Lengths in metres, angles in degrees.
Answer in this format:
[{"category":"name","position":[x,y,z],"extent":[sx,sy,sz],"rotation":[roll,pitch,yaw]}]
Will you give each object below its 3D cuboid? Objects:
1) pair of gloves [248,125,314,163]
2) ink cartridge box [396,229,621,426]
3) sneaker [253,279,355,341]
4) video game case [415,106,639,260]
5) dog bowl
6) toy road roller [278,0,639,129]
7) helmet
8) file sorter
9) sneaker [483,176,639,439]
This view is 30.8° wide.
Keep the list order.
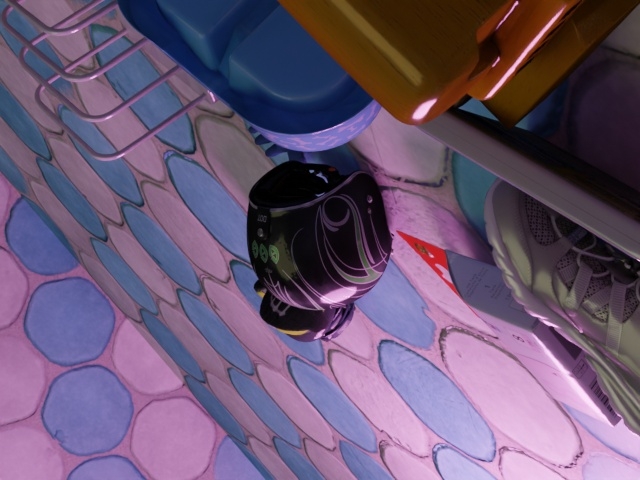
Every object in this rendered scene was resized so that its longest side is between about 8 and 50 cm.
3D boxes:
[{"category":"pair of gloves","position":[-0.067,-0.163,1.353],"extent":[0.198,0.023,0.159],"rotation":[56,161,-17]},{"category":"ink cartridge box","position":[0.186,0.086,1.180],"extent":[0.232,0.066,0.189],"rotation":[17,158,49]},{"category":"sneaker","position":[-0.005,0.078,1.515],"extent":[0.121,0.111,0.300],"rotation":[38,-175,-10]},{"category":"video game case","position":[0.190,-0.040,0.865],"extent":[0.212,0.023,0.193],"rotation":[36,-163,31]},{"category":"dog bowl","position":[-0.057,-0.195,1.075],"extent":[0.297,0.166,0.074],"rotation":[40,170,22]},{"category":"toy road roller","position":[0.072,-0.170,0.716],"extent":[0.202,0.240,0.329],"rotation":[47,160,5]},{"category":"helmet","position":[0.000,0.000,1.318],"extent":[0.169,0.169,0.162],"rotation":[22,137,51]},{"category":"file sorter","position":[-0.257,-0.261,1.313],"extent":[0.193,0.173,0.278],"rotation":[40,157,32]},{"category":"sneaker","position":[0.256,0.042,0.991],"extent":[0.281,0.105,0.115],"rotation":[49,133,0]}]
